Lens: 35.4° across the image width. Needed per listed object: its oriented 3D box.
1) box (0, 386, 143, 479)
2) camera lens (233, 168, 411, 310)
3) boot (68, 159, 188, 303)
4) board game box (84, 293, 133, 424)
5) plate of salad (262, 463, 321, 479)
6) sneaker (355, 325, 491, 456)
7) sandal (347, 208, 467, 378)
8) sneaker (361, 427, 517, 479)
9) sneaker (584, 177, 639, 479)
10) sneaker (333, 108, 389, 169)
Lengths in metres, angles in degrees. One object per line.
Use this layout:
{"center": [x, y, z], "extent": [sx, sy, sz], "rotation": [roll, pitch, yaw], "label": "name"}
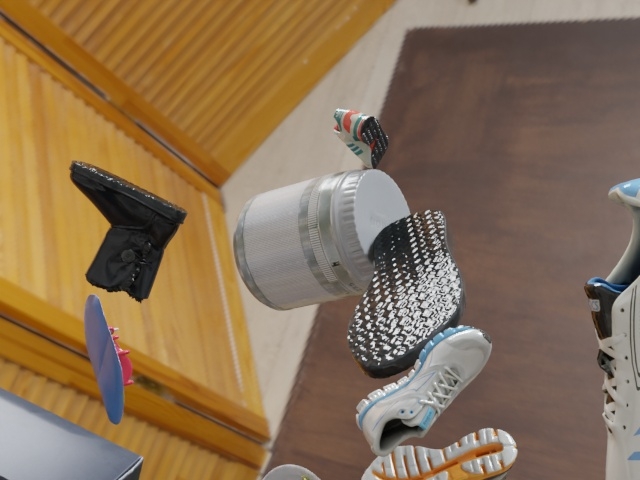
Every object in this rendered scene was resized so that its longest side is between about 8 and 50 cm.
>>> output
{"center": [-0.475, 0.415, 1.484], "extent": [0.343, 0.179, 0.313], "rotation": [23, 114, 14], "label": "box"}
{"center": [0.000, 0.000, 1.772], "extent": [0.274, 0.219, 0.219], "rotation": [-14, 58, 33], "label": "camera lens"}
{"center": [-0.399, -0.013, 1.896], "extent": [0.207, 0.246, 0.094], "rotation": [-62, 19, 4], "label": "boot"}
{"center": [-0.262, 0.147, 1.278], "extent": [0.169, 0.033, 0.133], "rotation": [64, 150, 28], "label": "board game box"}
{"center": [-0.037, 0.403, 1.344], "extent": [0.200, 0.048, 0.200], "rotation": [0, 90, 48], "label": "plate of salad"}
{"center": [0.124, 0.177, 1.130], "extent": [0.190, 0.071, 0.083], "rotation": [-45, 22, 14], "label": "sneaker"}
{"center": [0.150, 0.086, 1.490], "extent": [0.167, 0.107, 0.446], "rotation": [-19, 21, 18], "label": "sandal"}
{"center": [0.162, 0.321, 1.351], "extent": [0.214, 0.083, 0.084], "rotation": [-12, 52, 4], "label": "sneaker"}
{"center": [0.212, 0.073, 0.668], "extent": [0.086, 0.085, 0.237], "rotation": [8, 93, 4], "label": "sneaker"}
{"center": [0.065, -0.179, 1.707], "extent": [0.075, 0.161, 0.057], "rotation": [27, 79, 21], "label": "sneaker"}
